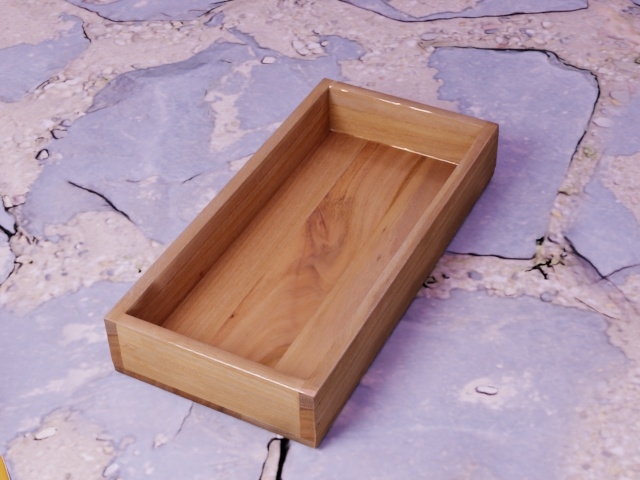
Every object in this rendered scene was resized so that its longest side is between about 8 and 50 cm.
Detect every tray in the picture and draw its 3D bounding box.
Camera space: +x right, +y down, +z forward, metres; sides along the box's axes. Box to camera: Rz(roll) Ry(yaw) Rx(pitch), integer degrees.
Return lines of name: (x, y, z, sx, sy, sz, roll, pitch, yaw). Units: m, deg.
tray: (0.000, 0.000, 1.139, 0.203, 0.076, 0.411, 18, 44, 21)

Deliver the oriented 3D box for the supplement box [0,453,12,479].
supplement box: (-0.266, 0.278, 0.782, 0.194, 0.129, 0.191, -18, 43, -18)
